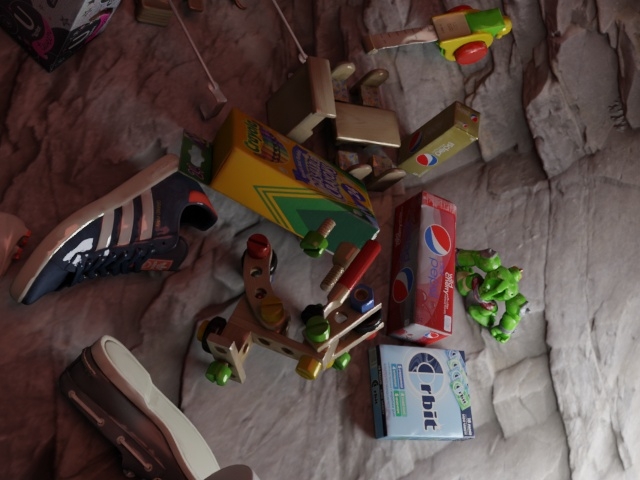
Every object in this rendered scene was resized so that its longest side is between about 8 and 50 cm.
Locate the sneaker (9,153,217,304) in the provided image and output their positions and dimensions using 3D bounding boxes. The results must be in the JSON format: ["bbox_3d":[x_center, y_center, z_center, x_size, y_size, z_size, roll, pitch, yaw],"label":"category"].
[{"bbox_3d":[-0.286,0.010,1.348,0.148,0.131,0.350,48,54,-1],"label":"sneaker"}]

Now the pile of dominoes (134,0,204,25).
[{"bbox_3d":[-0.315,-0.494,1.612,0.196,0.040,0.251,4,61,-30],"label":"pile of dominoes"}]

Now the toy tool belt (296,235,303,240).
[{"bbox_3d":[0.000,0.000,1.576,0.083,0.052,0.051,-27,91,-55],"label":"toy tool belt"}]

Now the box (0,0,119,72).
[{"bbox_3d":[-0.391,-0.397,1.379,0.163,0.247,0.142,45,56,-8],"label":"box"}]

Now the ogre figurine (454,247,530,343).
[{"bbox_3d":[0.315,0.092,1.693,0.097,0.118,0.197,-10,76,-34],"label":"ogre figurine"}]

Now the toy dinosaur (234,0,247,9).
[{"bbox_3d":[-0.175,-0.479,1.690,0.090,0.047,0.082,47,35,-49],"label":"toy dinosaur"}]

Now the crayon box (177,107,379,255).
[{"bbox_3d":[-0.067,-0.103,1.492,0.323,0.083,0.203,28,20,-17],"label":"crayon box"}]

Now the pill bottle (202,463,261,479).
[{"bbox_3d":[-0.062,0.463,1.230,0.176,0.176,0.318,-45,112,-36],"label":"pill bottle"}]

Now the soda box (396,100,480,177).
[{"bbox_3d":[0.219,-0.187,1.709,0.058,0.181,0.061,22,60,-22],"label":"soda box"}]

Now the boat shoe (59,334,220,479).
[{"bbox_3d":[-0.247,0.284,1.302,0.099,0.116,0.319,-35,100,6],"label":"boat shoe"}]

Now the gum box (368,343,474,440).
[{"bbox_3d":[0.175,0.265,1.583,0.184,0.041,0.157,7,67,-28],"label":"gum box"}]

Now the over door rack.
[{"bbox_3d":[-0.143,-0.402,1.582,0.239,0.108,0.324,-26,98,-39],"label":"over door rack"}]

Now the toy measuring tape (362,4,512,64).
[{"bbox_3d":[0.239,-0.411,1.887,0.330,0.121,0.121,-14,77,-12],"label":"toy measuring tape"}]

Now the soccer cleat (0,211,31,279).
[{"bbox_3d":[-0.472,0.041,1.266,0.076,0.068,0.196,27,51,-14],"label":"soccer cleat"}]

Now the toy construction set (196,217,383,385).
[{"bbox_3d":[-0.046,0.126,1.361,0.257,0.309,0.237,39,60,-3],"label":"toy construction set"}]

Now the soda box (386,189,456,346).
[{"bbox_3d":[0.184,0.050,1.645,0.083,0.092,0.263,19,62,-24],"label":"soda box"}]

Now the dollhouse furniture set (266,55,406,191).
[{"bbox_3d":[0.049,-0.223,1.632,0.242,0.161,0.212,4,68,-30],"label":"dollhouse furniture set"}]
